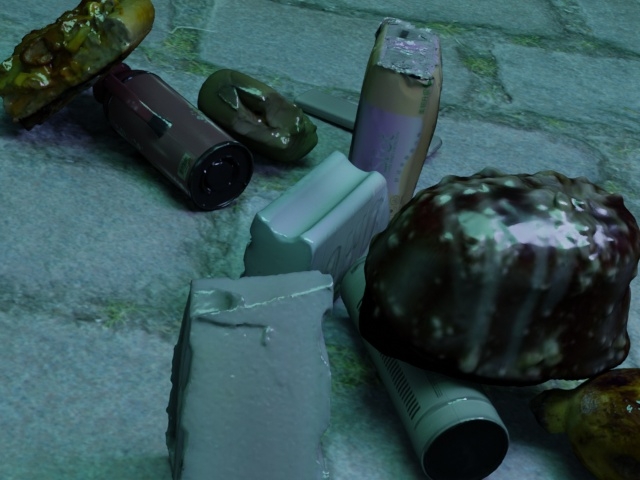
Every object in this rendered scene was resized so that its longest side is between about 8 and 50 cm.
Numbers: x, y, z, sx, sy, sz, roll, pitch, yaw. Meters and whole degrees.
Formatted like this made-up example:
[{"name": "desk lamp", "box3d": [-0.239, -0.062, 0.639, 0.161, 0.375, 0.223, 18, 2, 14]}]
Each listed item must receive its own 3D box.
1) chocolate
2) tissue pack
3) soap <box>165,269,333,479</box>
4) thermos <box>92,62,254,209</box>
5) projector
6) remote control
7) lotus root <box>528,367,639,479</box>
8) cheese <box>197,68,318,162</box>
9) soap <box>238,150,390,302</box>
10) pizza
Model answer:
[{"name": "chocolate", "box3d": [0.221, 0.024, 1.547, 0.340, 0.210, 0.225, 3, 34, -15]}, {"name": "tissue pack", "box3d": [0.111, -0.174, 1.989, 0.123, 0.256, 0.215, 11, 29, 2]}, {"name": "soap", "box3d": [-0.063, 0.205, 1.311, 0.159, 0.258, 0.302, 5, 32, -15]}, {"name": "thermos", "box3d": [-0.249, -0.173, 1.992, 0.136, 0.109, 0.330, -5, 34, -43]}, {"name": "projector", "box3d": [0.118, 0.146, 1.619, 0.108, 0.108, 0.337, 1, 33, -19]}, {"name": "remote control", "box3d": [0.078, -0.194, 2.238, 0.261, 0.029, 0.067, 23, 33, 21]}, {"name": "lotus root", "box3d": [0.396, 0.228, 1.553, 0.314, 0.141, 0.169, 15, 27, 12]}, {"name": "cheese", "box3d": [-0.107, -0.193, 2.033, 0.175, 0.091, 0.202, 27, -2, 22]}, {"name": "soap", "box3d": [0.000, 0.000, 1.748, 0.095, 0.173, 0.289, 24, 32, 16]}, {"name": "pizza", "box3d": [-0.378, -0.285, 2.025, 0.278, 0.114, 0.409, -39, 17, -13]}]
